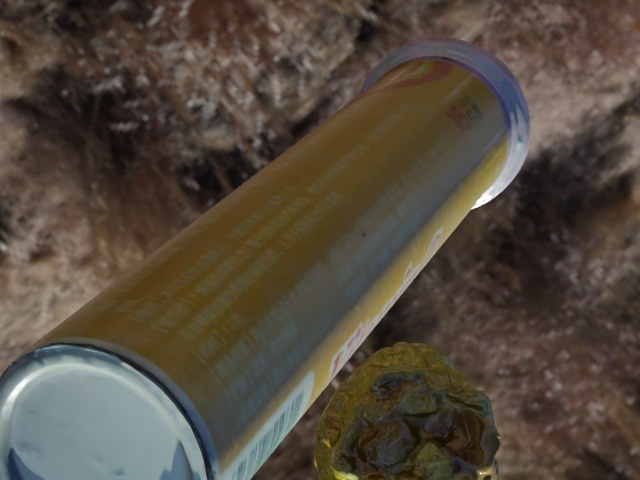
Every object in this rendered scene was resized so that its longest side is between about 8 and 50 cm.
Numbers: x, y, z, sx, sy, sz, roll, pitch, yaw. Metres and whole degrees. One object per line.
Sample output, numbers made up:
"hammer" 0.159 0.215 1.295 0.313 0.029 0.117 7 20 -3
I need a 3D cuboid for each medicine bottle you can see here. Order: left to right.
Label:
"medicine bottle" 0.000 0.000 0.653 0.108 0.108 0.426 -48 178 29

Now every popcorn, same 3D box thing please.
"popcorn" 0.086 0.202 1.334 0.197 0.197 0.155 -42 -175 8
